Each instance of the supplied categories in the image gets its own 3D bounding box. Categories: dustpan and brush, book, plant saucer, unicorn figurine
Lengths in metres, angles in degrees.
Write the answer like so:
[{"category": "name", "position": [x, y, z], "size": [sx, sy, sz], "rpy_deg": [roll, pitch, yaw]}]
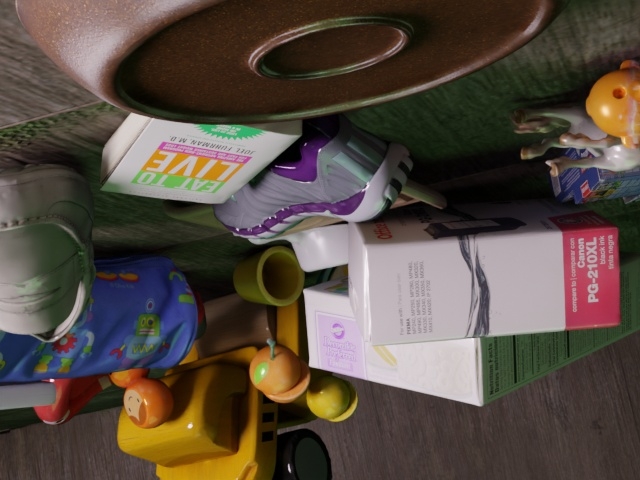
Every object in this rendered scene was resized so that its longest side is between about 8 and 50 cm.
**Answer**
[{"category": "dustpan and brush", "position": [0.000, 0.000, 1.367], "size": [0.211, 0.060, 0.147], "rpy_deg": [-11, 179, -38]}, {"category": "book", "position": [-0.084, -0.064, 0.880], "size": [0.096, 0.035, 0.144], "rpy_deg": [10, 160, -21]}, {"category": "plant saucer", "position": [0.002, -0.119, 0.679], "size": [0.311, 0.050, 0.310], "rpy_deg": [-11, 170, -2]}, {"category": "unicorn figurine", "position": [0.220, -0.071, 1.000], "size": [0.111, 0.162, 0.060], "rpy_deg": [-6, 132, -20]}]

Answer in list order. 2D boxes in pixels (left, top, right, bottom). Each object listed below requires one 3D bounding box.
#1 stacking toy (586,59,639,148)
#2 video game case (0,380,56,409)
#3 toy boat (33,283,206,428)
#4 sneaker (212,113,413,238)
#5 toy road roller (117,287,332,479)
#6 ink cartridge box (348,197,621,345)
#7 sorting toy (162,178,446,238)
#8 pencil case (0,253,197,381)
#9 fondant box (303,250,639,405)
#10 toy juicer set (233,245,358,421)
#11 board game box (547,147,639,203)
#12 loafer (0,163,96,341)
[{"category": "stacking toy", "position": [0.345, -0.095, 0.939], "size": [0.302, 0.175, 0.166], "rpy_deg": [0, 169, 7]}, {"category": "video game case", "position": [-0.412, 0.148, 1.276], "size": [0.206, 0.026, 0.227], "rpy_deg": [1, 180, 45]}, {"category": "toy boat", "position": [-0.226, 0.154, 1.529], "size": [0.231, 0.151, 0.151], "rpy_deg": [-27, 162, -12]}, {"category": "sneaker", "position": [-0.031, -0.062, 0.971], "size": [0.098, 0.083, 0.224], "rpy_deg": [37, 154, -28]}, {"category": "toy road roller", "position": [-0.126, 0.195, 1.671], "size": [0.203, 0.329, 0.241], "rpy_deg": [-17, 149, 31]}, {"category": "ink cartridge box", "position": [0.149, 0.025, 1.253], "size": [0.237, 0.100, 0.172], "rpy_deg": [-4, -169, -3]}, {"category": "sorting toy", "position": [-0.010, -0.040, 1.167], "size": [0.208, 0.038, 0.193], "rpy_deg": [-9, 171, 20]}, {"category": "pencil case", "position": [-0.260, 0.070, 1.287], "size": [0.306, 0.119, 0.133], "rpy_deg": [2, 122, -48]}, {"category": "fondant box", "position": [0.178, 0.077, 1.463], "size": [0.238, 0.096, 0.330], "rpy_deg": [8, -164, 42]}, {"category": "toy juicer set", "position": [0.049, 0.110, 1.561], "size": [0.329, 0.209, 0.089], "rpy_deg": [-1, 175, -41]}, {"category": "board game box", "position": [0.328, -0.077, 1.218], "size": [0.194, 0.060, 0.194], "rpy_deg": [-9, 170, -2]}, {"category": "loafer", "position": [-0.224, 0.016, 1.017], "size": [0.112, 0.111, 0.319], "rpy_deg": [-10, 170, -5]}]
